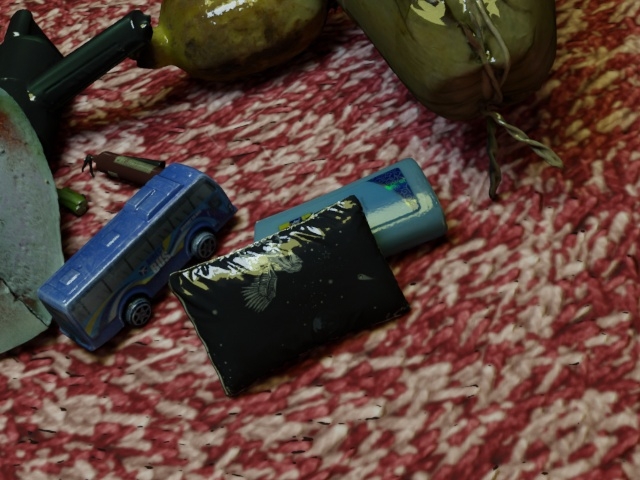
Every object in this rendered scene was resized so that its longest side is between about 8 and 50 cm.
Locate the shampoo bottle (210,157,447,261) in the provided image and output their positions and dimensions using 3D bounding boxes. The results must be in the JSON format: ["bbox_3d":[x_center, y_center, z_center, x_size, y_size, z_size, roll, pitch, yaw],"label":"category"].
[{"bbox_3d":[0.000,0.000,1.060,0.258,0.061,0.104,-23,51,-1],"label":"shampoo bottle"}]

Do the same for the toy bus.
[{"bbox_3d":[-0.198,0.013,1.097,0.079,0.094,0.236,26,63,35],"label":"toy bus"}]

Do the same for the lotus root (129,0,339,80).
[{"bbox_3d":[-0.106,-0.300,1.305,0.314,0.141,0.169,-22,62,1],"label":"lotus root"}]

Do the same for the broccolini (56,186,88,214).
[{"bbox_3d":[-0.426,-0.028,1.250,0.271,0.062,0.123,-2,60,14],"label":"broccolini"}]

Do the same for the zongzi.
[{"bbox_3d":[0.230,-0.365,1.074,0.467,0.218,0.500,-35,62,2],"label":"zongzi"}]

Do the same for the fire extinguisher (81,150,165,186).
[{"bbox_3d":[-0.230,-0.091,1.243,0.173,0.035,0.049,18,62,28],"label":"fire extinguisher"}]

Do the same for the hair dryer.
[{"bbox_3d":[-0.328,-0.242,1.309,0.302,0.116,0.244,-25,44,25],"label":"hair dryer"}]

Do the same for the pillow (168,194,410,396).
[{"bbox_3d":[-0.030,0.053,0.988,0.208,0.141,0.055,-26,9,-5],"label":"pillow"}]

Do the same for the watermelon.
[{"bbox_3d":[-0.450,-0.023,1.119,0.289,0.214,0.320,-6,78,7],"label":"watermelon"}]
